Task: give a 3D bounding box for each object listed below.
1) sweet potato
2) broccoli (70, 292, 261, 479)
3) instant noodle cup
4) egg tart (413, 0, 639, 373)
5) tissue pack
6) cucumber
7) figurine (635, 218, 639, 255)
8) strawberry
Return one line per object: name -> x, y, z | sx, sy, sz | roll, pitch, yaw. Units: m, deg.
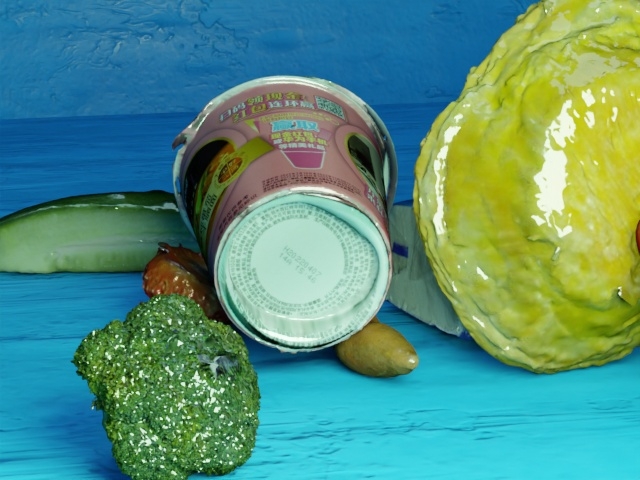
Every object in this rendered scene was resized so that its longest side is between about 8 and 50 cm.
sweet potato -> 0.042, 0.097, 1.408 | 0.058, 0.055, 0.202 | 19, 4, -20
broccoli -> -0.116, 0.113, 1.146 | 0.145, 0.162, 0.138 | 1, -23, -42
instant noodle cup -> -0.025, -0.020, 1.441 | 0.244, 0.244, 0.255 | -2, 22, -5
egg tart -> 0.260, -0.043, 1.354 | 0.351, 0.339, 0.153 | -42, 17, -12
tissue pack -> 0.219, 0.013, 1.586 | 0.269, 0.137, 0.209 | -7, 11, -21
cucumber -> -0.279, -0.012, 1.866 | 0.325, 0.105, 0.145 | -3, 12, 4
figurine -> 0.430, 0.058, 1.195 | 0.261, 0.211, 0.270 | -31, 39, 18
strawberry -> -0.126, 0.059, 1.581 | 0.121, 0.082, 0.188 | 28, 5, 9
